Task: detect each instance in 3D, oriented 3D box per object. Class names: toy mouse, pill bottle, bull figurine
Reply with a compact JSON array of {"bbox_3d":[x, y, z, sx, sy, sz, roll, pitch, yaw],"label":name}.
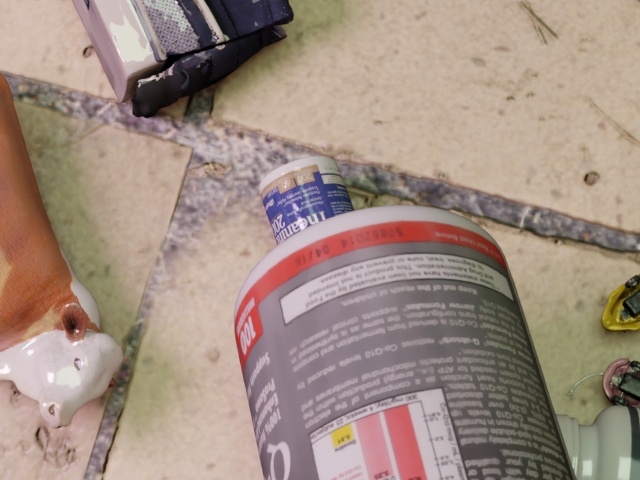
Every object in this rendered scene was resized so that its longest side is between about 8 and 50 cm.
[{"bbox_3d":[0.273,0.097,1.364,0.161,0.031,0.143,-39,76,-12],"label":"toy mouse"},{"bbox_3d":[0.246,0.179,1.296,0.180,0.108,0.108,6,72,2],"label":"pill bottle"},{"bbox_3d":[0.069,0.173,1.194,0.210,0.210,0.363,-10,54,-4],"label":"pill bottle"},{"bbox_3d":[0.000,0.000,1.372,0.067,0.067,0.120,-18,73,-7],"label":"pill bottle"},{"bbox_3d":[-0.273,0.015,1.345,0.188,0.101,0.310,-18,73,-5],"label":"bull figurine"}]

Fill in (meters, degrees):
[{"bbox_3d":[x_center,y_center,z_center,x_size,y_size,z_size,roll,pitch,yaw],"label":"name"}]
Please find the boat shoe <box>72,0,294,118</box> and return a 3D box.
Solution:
[{"bbox_3d":[-0.148,-0.277,1.440,0.158,0.127,0.340,-23,84,-14],"label":"boat shoe"}]
